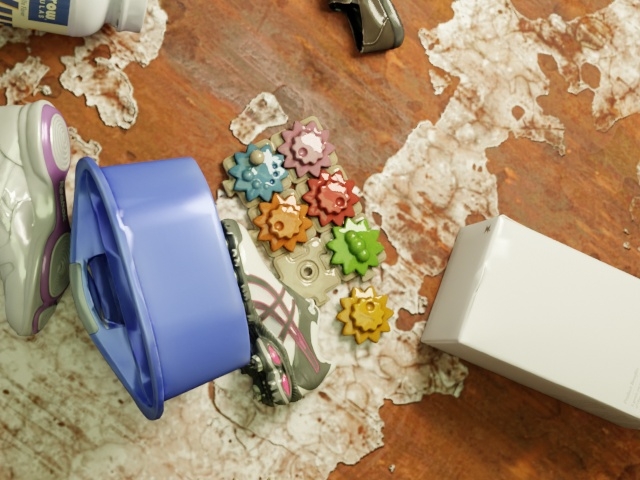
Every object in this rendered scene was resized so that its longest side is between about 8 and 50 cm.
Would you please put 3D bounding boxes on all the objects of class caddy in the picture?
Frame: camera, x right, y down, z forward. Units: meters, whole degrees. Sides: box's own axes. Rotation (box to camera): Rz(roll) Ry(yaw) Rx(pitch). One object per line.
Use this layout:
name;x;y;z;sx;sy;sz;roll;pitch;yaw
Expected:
caddy;-0.225;0.053;1.316;0.179;0.241;0.341;-15;88;-22

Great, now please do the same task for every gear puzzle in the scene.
gear puzzle;0.000;0.000;1.479;0.175;0.044;0.339;-28;92;-16

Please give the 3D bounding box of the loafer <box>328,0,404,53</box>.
loafer;0.044;-0.369;1.506;0.078;0.080;0.220;-30;93;-16

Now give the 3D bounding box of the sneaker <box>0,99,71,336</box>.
sneaker;-0.403;-0.028;1.359;0.152;0.114;0.305;-1;88;9

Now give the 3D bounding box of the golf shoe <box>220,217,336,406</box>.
golf shoe;-0.073;0.091;1.433;0.120;0.105;0.272;-23;99;-26

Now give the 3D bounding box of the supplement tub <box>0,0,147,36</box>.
supplement tub;-0.378;-0.387;1.314;0.325;0.235;0.235;7;83;-14

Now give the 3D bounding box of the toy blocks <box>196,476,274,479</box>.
toy blocks;-0.136;0.383;1.402;0.148;0.054;0.123;2;84;-15

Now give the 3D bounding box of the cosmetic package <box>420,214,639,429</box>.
cosmetic package;0.357;0.126;1.507;0.366;0.155;0.197;25;79;-11
